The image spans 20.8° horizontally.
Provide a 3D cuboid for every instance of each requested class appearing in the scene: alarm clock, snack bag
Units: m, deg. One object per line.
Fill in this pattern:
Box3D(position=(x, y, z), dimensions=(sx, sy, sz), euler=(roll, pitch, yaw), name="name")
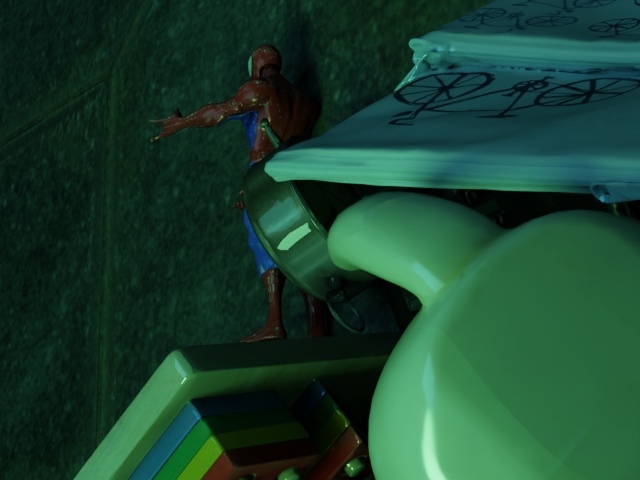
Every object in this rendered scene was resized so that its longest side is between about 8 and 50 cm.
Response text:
Box3D(position=(0.000, 0.000, 1.335), dimensions=(0.064, 0.129, 0.192), euler=(-38, 43, 19), name="alarm clock")
Box3D(position=(0.172, -0.105, 1.008), dimensions=(0.323, 0.342, 0.037), euler=(5, 119, 46), name="snack bag")

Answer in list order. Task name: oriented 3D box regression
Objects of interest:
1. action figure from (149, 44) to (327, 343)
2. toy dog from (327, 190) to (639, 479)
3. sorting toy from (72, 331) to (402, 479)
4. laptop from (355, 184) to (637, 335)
Box3D(position=(-0.065, -0.029, 1.471), dimensions=(0.139, 0.091, 0.280), euler=(-19, 62, 38), name="action figure")
Box3D(position=(0.144, 0.182, 0.912), dimensions=(0.395, 0.408, 0.284), euler=(28, 66, 15), name="toy dog")
Box3D(position=(-0.061, 0.190, 1.271), dimensions=(0.089, 0.255, 0.257), euler=(52, 120, 27), name="sorting toy")
Box3D(position=(0.153, -0.037, 1.259), dimensions=(0.234, 0.137, 0.264), euler=(-26, 83, 46), name="laptop")
